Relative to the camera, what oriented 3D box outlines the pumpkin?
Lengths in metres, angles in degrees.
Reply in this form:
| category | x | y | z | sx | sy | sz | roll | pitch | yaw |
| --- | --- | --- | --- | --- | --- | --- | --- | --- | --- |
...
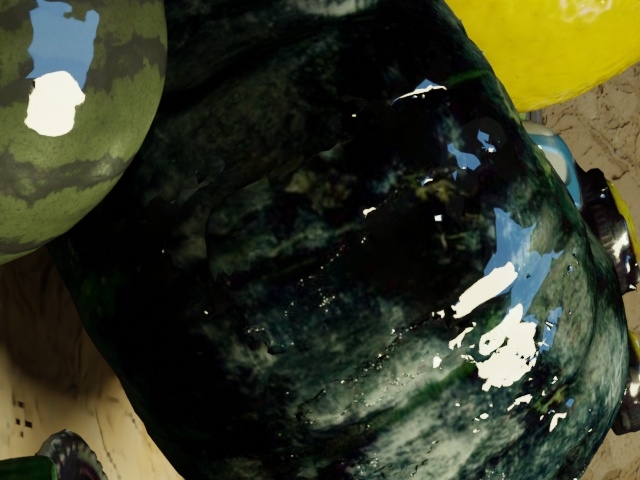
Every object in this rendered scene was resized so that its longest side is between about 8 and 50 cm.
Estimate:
| category | x | y | z | sx | sy | sz | roll | pitch | yaw |
| --- | --- | --- | --- | --- | --- | --- | --- | --- | --- |
| pumpkin | 0.000 | 0.000 | 0.538 | 0.233 | 0.163 | 0.233 | 56 | 5 | -7 |

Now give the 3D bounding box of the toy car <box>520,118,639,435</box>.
| category | x | y | z | sx | sy | sz | roll | pitch | yaw |
| --- | --- | --- | --- | --- | --- | --- | --- | --- | --- |
| toy car | 0.079 | 0.026 | 0.939 | 0.314 | 0.198 | 0.166 | 66 | 5 | -54 |

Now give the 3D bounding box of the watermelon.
| category | x | y | z | sx | sy | sz | roll | pitch | yaw |
| --- | --- | --- | --- | --- | --- | --- | --- | --- | --- |
| watermelon | -0.091 | -0.041 | 0.350 | 0.133 | 0.105 | 0.105 | -41 | 129 | -67 |

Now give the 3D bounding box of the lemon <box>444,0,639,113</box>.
| category | x | y | z | sx | sy | sz | roll | pitch | yaw |
| --- | --- | --- | --- | --- | --- | --- | --- | --- | --- |
| lemon | 0.076 | -0.176 | 0.849 | 0.219 | 0.240 | 0.240 | -29 | 129 | -25 |

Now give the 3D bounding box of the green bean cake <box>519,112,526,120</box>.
| category | x | y | z | sx | sy | sz | roll | pitch | yaw |
| --- | --- | --- | --- | --- | --- | --- | --- | --- | --- |
| green bean cake | 0.091 | -0.187 | 1.121 | 0.248 | 0.125 | 0.222 | 73 | 20 | -50 |

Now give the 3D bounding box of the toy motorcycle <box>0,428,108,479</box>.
| category | x | y | z | sx | sy | sz | roll | pitch | yaw |
| --- | --- | --- | --- | --- | --- | --- | --- | --- | --- |
| toy motorcycle | -0.053 | 0.187 | 0.479 | 0.187 | 0.125 | 0.274 | -92 | 169 | -46 |
